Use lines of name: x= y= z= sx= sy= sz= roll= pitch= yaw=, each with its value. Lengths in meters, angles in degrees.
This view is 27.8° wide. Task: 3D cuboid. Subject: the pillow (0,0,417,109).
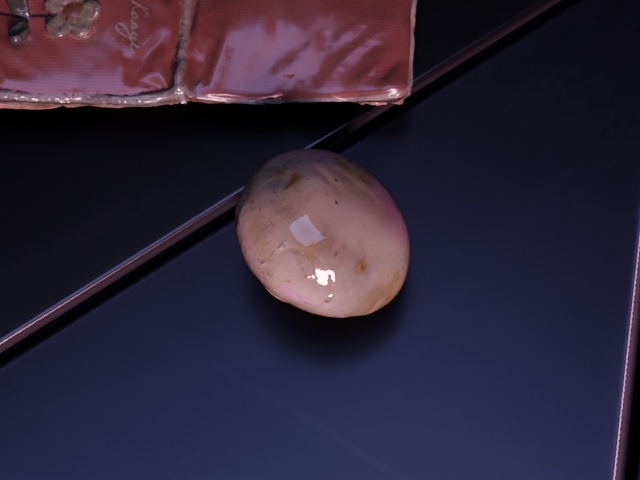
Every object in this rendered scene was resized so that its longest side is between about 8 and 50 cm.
pillow: x=-0.065 y=-0.119 z=0.644 sx=0.233 sy=0.043 sz=0.126 roll=-1 pitch=67 yaw=1

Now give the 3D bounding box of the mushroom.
mushroom: x=0.000 y=0.000 z=0.579 sx=0.084 sy=0.067 sz=0.083 roll=24 pitch=33 yaw=-17
